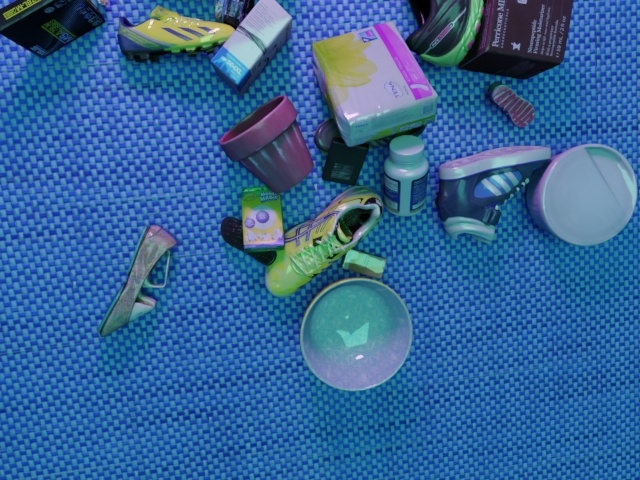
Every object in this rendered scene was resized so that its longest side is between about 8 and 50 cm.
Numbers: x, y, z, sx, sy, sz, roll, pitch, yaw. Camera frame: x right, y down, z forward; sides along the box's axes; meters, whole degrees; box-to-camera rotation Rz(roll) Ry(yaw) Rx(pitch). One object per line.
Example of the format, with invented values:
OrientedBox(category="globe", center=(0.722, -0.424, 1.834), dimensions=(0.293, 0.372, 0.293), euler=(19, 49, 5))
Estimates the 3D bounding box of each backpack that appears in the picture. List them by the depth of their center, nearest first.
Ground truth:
OrientedBox(category="backpack", center=(-0.208, -0.571, 1.110), dimensions=(0.084, 0.105, 0.115), euler=(19, 93, -8))

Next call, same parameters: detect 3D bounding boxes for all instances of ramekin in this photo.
OrientedBox(category="ramekin", center=(0.699, -0.124, 1.256), dimensions=(0.272, 0.127, 0.273), euler=(-1, 97, -6))

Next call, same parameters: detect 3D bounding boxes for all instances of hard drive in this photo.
OrientedBox(category="hard drive", center=(0.062, -0.201, 1.181), dimensions=(0.094, 0.135, 0.022), euler=(10, 53, -7))

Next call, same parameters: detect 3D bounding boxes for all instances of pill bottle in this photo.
OrientedBox(category="pill bottle", center=(0.215, -0.164, 1.162), dimensions=(0.111, 0.112, 0.187), euler=(-12, 135, -5))

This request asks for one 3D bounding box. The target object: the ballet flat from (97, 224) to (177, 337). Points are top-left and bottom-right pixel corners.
OrientedBox(category="ballet flat", center=(-0.457, 0.118, 1.168), dimensions=(0.106, 0.107, 0.316), euler=(25, 95, -16))

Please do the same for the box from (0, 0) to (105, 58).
OrientedBox(category="box", center=(-0.603, -0.497, 1.031), dimensions=(0.184, 0.190, 0.045), euler=(-33, 98, -2))

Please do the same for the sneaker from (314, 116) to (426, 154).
OrientedBox(category="sneaker", center=(0.130, -0.287, 1.174), dimensions=(0.299, 0.121, 0.111), euler=(-13, 98, -5))

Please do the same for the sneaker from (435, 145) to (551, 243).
OrientedBox(category="sneaker", center=(0.471, -0.116, 1.242), dimensions=(0.322, 0.130, 0.237), euler=(-14, 108, -9))

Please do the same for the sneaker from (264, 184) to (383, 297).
OrientedBox(category="sneaker", center=(0.000, 0.000, 1.181), dimensions=(0.384, 0.147, 0.145), euler=(-45, 101, 3))

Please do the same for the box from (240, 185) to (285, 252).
OrientedBox(category="box", center=(-0.149, -0.062, 1.182), dimensions=(0.105, 0.043, 0.180), euler=(-5, 70, -6))

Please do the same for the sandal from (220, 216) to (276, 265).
OrientedBox(category="sandal", center=(-0.191, 0.006, 1.205), dimensions=(0.179, 0.040, 0.067), euler=(37, 87, 9))

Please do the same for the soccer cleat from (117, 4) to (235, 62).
OrientedBox(category="soccer cleat", center=(-0.346, -0.498, 1.087), dimensions=(0.288, 0.093, 0.121), euler=(-4, 105, 7))

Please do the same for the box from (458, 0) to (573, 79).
OrientedBox(category="box", center=(0.488, -0.524, 1.163), dimensions=(0.202, 0.167, 0.169), euler=(6, 96, -7))

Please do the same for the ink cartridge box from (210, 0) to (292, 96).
OrientedBox(category="ink cartridge box", center=(-0.162, -0.464, 1.106), dimensions=(0.085, 0.148, 0.203), euler=(40, 92, -9))

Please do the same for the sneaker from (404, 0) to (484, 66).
OrientedBox(category="sneaker", center=(0.302, -0.683, 1.117), dimensions=(0.202, 0.185, 0.484), euler=(7, 90, -2))

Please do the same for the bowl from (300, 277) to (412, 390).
OrientedBox(category="bowl", center=(0.084, 0.228, 1.213), dimensions=(0.288, 0.156, 0.290), euler=(-1, 97, -6))

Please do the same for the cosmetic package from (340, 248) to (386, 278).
OrientedBox(category="cosmetic package", center=(0.117, 0.061, 1.254), dimensions=(0.114, 0.041, 0.061), euler=(15, 95, -8))

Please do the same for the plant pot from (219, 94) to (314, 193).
OrientedBox(category="plant pot", center=(-0.116, -0.225, 1.128), dimensions=(0.201, 0.201, 0.180), euler=(-38, 115, -1))

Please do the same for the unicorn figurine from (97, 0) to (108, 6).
OrientedBox(category="unicorn figurine", center=(-0.535, -0.632, 1.095), dimensions=(0.161, 0.060, 0.111), euler=(31, 93, 7))

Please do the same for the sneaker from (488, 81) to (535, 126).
OrientedBox(category="sneaker", center=(0.512, -0.373, 1.238), dimensions=(0.170, 0.075, 0.063), euler=(26, 120, -29))

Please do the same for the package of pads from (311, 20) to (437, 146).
OrientedBox(category="package of pads", center=(0.116, -0.381, 1.104), dimensions=(0.228, 0.101, 0.297), euler=(-18, 62, -5))
